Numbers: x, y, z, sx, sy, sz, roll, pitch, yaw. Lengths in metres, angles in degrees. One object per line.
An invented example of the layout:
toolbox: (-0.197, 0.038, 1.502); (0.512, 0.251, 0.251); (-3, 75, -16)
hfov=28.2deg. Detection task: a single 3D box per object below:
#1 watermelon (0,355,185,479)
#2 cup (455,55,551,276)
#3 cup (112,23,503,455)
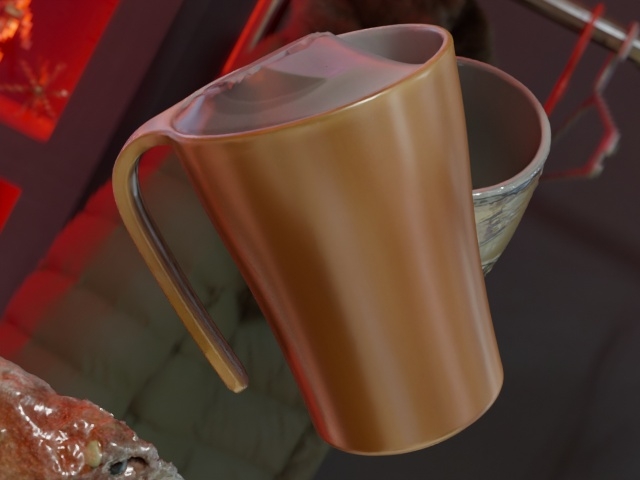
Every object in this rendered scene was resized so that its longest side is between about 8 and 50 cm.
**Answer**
watermelon: (-0.214, 0.166, 0.893); (0.257, 0.139, 0.193); (16, -28, 10)
cup: (0.093, -0.062, 1.481); (0.301, 0.227, 0.257); (24, -41, 14)
cup: (0.000, 0.000, 0.806); (0.182, 0.226, 0.264); (-81, 154, -67)
